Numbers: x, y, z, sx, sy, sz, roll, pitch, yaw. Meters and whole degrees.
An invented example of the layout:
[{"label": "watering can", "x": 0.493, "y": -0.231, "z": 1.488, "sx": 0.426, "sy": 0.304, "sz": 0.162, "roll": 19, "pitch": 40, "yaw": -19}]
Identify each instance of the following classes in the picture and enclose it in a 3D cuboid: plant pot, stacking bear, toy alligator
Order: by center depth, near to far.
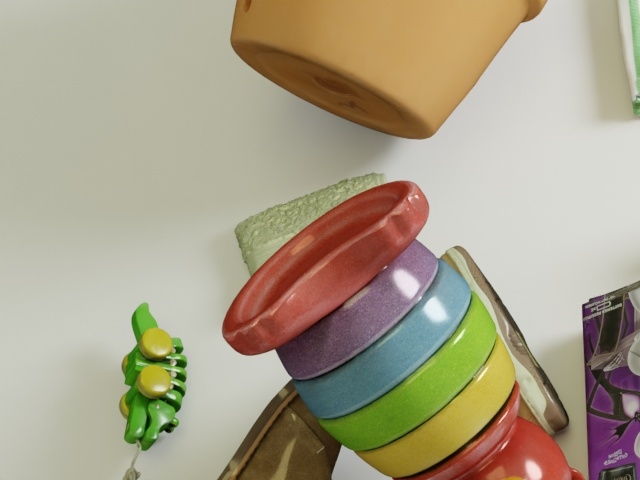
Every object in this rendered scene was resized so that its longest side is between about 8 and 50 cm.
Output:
[{"label": "stacking bear", "x": 0.080, "y": 0.116, "z": 1.293, "sx": 0.175, "sy": 0.289, "sz": 0.164, "roll": -38, "pitch": 11, "yaw": 0}, {"label": "toy alligator", "x": -0.140, "y": 0.140, "z": 1.478, "sx": 0.051, "sy": 0.056, "sz": 0.190, "roll": 14, "pitch": 53, "yaw": -21}, {"label": "plant pot", "x": 0.051, "y": -0.222, "z": 1.531, "sx": 0.290, "sy": 0.291, "sz": 0.203, "roll": 21, "pitch": 82, "yaw": 29}]

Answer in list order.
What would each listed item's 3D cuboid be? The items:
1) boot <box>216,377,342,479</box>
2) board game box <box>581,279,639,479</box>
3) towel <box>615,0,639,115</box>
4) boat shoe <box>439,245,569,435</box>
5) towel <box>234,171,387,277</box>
[{"label": "boot", "x": -0.017, "y": 0.192, "z": 1.382, "sx": 0.115, "sy": 0.112, "sz": 0.305, "roll": 35, "pitch": 79, "yaw": 16}, {"label": "board game box", "x": 0.344, "y": 0.084, "z": 1.258, "sx": 0.346, "sy": 0.056, "sz": 0.208, "roll": -26, "pitch": 51, "yaw": 36}, {"label": "towel", "x": 0.426, "y": -0.238, "z": 1.549, "sx": 0.324, "sy": 0.038, "sz": 0.248, "roll": -10, "pitch": 54, "yaw": 12}, {"label": "boat shoe", "x": 0.129, "y": 0.089, "z": 1.414, "sx": 0.072, "sy": 0.068, "sz": 0.190, "roll": -33, "pitch": 53, "yaw": 10}, {"label": "towel", "x": 0.000, "y": 0.000, "z": 1.537, "sx": 0.148, "sy": 0.027, "sz": 0.110, "roll": -20, "pitch": 52, "yaw": 5}]
